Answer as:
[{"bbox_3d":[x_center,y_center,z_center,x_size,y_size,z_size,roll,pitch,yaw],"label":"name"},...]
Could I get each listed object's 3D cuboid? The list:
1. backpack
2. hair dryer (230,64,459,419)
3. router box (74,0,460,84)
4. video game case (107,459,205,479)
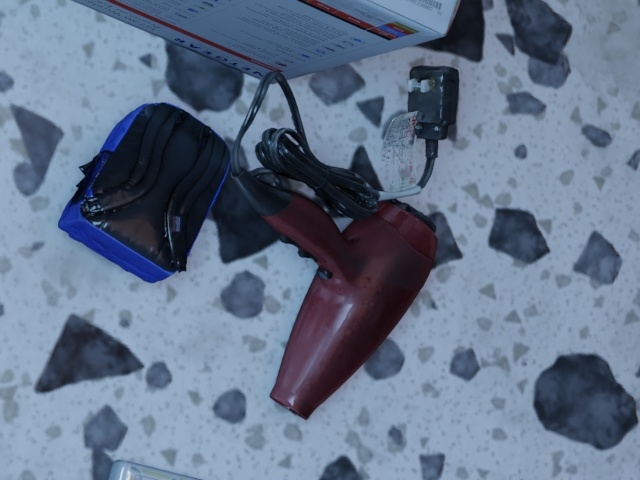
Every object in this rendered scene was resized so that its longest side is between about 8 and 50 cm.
[{"bbox_3d":[-0.134,-0.042,1.400,0.098,0.101,0.120,34,70,-22],"label":"backpack"},{"bbox_3d":[0.000,0.000,1.443,0.224,0.080,0.293,-11,114,-36],"label":"hair dryer"},{"bbox_3d":[-0.108,-0.223,1.311,0.335,0.301,0.082,22,79,-23],"label":"router box"},{"bbox_3d":[-0.092,0.304,1.445,0.206,0.026,0.227,18,80,-23],"label":"video game case"}]
